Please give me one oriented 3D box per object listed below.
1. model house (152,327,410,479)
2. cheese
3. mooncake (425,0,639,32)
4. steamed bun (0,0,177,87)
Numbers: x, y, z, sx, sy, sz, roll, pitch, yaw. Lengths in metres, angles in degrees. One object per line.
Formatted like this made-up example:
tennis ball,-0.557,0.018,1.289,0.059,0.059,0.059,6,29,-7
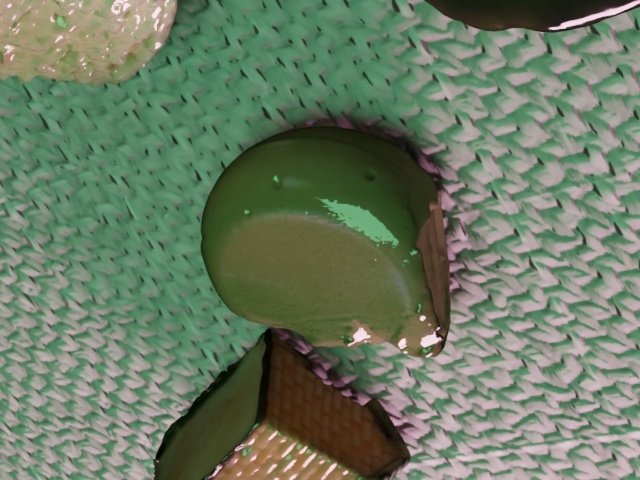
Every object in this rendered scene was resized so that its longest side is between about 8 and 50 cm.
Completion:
model house,-0.025,0.197,1.359,0.172,0.166,0.183,32,120,-15
cheese,0.000,0.000,1.226,0.202,0.091,0.175,3,125,31
mooncake,0.116,-0.262,0.909,0.290,0.161,0.290,14,129,19
steamed bun,-0.241,-0.198,1.139,0.290,0.273,0.272,-17,157,41
